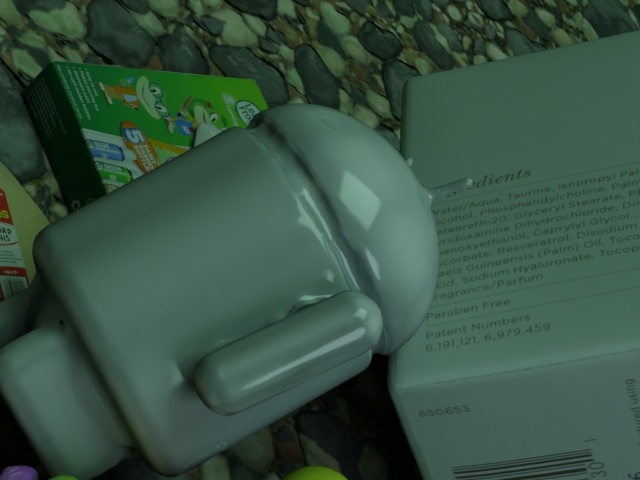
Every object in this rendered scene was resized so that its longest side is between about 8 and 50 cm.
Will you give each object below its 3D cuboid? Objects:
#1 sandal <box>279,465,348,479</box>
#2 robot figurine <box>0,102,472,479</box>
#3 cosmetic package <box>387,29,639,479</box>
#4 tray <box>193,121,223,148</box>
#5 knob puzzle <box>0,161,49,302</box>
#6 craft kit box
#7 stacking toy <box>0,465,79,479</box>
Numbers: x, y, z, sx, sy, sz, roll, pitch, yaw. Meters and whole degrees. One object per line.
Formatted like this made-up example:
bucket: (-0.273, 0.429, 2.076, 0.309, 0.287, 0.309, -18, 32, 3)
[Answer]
sandal: (0.012, 0.318, 1.118, 0.138, 0.126, 0.317, -7, 55, -46)
robot figurine: (-0.064, 0.032, 1.110, 0.300, 0.353, 0.199, 45, -19, 59)
cosmetic package: (0.258, 0.066, 1.326, 0.393, 0.328, 0.329, -84, 158, -47)
tray: (0.000, 0.000, 1.382, 0.270, 0.030, 0.145, 31, 38, -25)
knob puzzle: (-0.289, -0.013, 1.166, 0.213, 0.030, 0.213, 28, 43, -29)
craft kit box: (-0.111, -0.037, 1.368, 0.247, 0.061, 0.249, 1, 57, -50)
stacking toy: (-0.181, 0.204, 0.995, 0.302, 0.165, 0.175, 26, 10, -2)
